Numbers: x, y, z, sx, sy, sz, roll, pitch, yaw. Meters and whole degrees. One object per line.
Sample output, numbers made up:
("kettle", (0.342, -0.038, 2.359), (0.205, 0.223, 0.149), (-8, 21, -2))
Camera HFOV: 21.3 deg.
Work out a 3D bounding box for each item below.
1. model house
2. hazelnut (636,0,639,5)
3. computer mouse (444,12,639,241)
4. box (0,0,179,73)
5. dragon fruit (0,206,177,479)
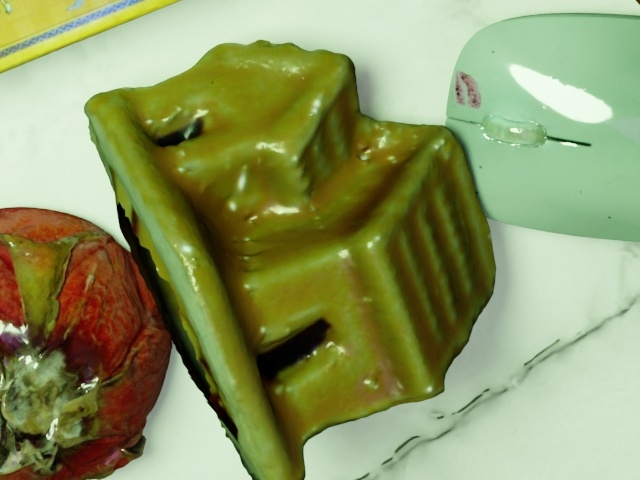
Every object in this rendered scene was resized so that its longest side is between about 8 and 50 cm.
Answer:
("model house", (-0.002, -0.008, 1.140), (0.239, 0.173, 0.268), (-24, 109, -12))
("hazelnut", (0.329, -0.277, 0.994), (0.359, 0.359, 0.409), (-14, 119, 1))
("computer mouse", (0.232, -0.072, 1.176), (0.288, 0.097, 0.159), (3, 112, -5))
("box", (-0.159, -0.235, 1.096), (0.301, 0.084, 0.193), (-22, 109, 4))
("dragon fruit", (-0.210, 0.097, 1.178), (0.224, 0.148, 0.218), (29, 104, -14))
